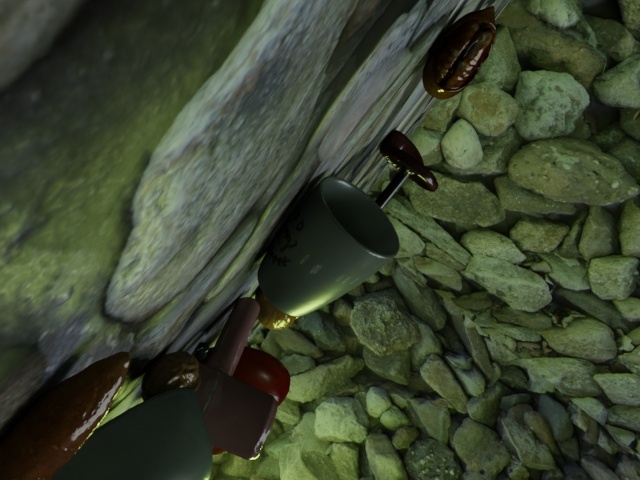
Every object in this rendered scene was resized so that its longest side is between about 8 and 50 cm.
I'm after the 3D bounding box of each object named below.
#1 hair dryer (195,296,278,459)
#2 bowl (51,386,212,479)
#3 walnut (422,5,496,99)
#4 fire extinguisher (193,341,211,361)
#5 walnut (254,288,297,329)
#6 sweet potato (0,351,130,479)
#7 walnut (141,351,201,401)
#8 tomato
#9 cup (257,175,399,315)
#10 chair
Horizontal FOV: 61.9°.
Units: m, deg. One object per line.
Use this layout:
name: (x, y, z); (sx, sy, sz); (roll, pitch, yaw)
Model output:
hair dryer: (-0.170, 0.241, 1.076); (0.125, 0.210, 0.352); (-60, -173, 39)
bowl: (-0.245, 0.335, 0.676); (0.289, 0.146, 0.289); (-38, 165, -12)
walnut: (0.281, -0.373, 1.068); (0.207, 0.115, 0.116); (-53, 176, 36)
fire extinguisher: (-0.260, 0.241, 1.160); (0.038, 0.025, 0.083); (-22, 162, -31)
walnut: (-0.115, 0.174, 1.470); (0.144, 0.144, 0.180); (-50, -178, -27)
sweet potato: (-0.231, 0.168, 0.436); (0.202, 0.058, 0.055); (-47, -140, 0)
walnut: (-0.222, 0.212, 0.806); (0.096, 0.082, 0.079); (-23, 129, -57)
tomato: (-0.228, 0.372, 1.307); (0.298, 0.226, 0.298); (-44, 178, -2)
cup: (0.000, 0.000, 1.022); (0.234, 0.186, 0.258); (-43, -151, 30)
chair: (0.193, -0.132, 1.628); (0.401, 0.226, 0.226); (-52, 177, 4)
